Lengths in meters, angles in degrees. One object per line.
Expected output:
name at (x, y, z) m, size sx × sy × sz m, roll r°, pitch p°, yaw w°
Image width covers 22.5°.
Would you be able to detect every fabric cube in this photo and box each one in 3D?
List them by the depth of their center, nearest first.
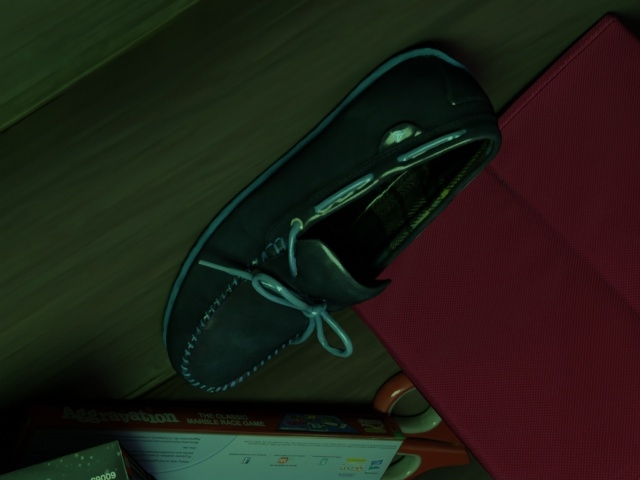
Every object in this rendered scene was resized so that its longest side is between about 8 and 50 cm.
fabric cube at (0.214, 0.068, 1.023) m, size 0.259 × 0.258 × 0.254 m, roll -44°, pitch 140°, yaw 4°

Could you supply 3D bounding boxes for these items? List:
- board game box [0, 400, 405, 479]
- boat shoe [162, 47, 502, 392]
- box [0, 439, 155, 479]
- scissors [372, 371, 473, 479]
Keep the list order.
board game box at (-0.089, 0.174, 1.095) m, size 0.281 × 0.027 × 0.145 m, roll 7°, pitch 124°, yaw -33°
boat shoe at (0.000, 0.000, 0.953) m, size 0.109 × 0.089 × 0.258 m, roll 19°, pitch 117°, yaw -44°
box at (-0.211, 0.183, 0.939) m, size 0.233 × 0.044 × 0.159 m, roll -17°, pitch 162°, yaw -3°
scissors at (0.118, 0.163, 1.248) m, size 0.297 × 0.021 × 0.109 m, roll 21°, pitch 113°, yaw -46°
